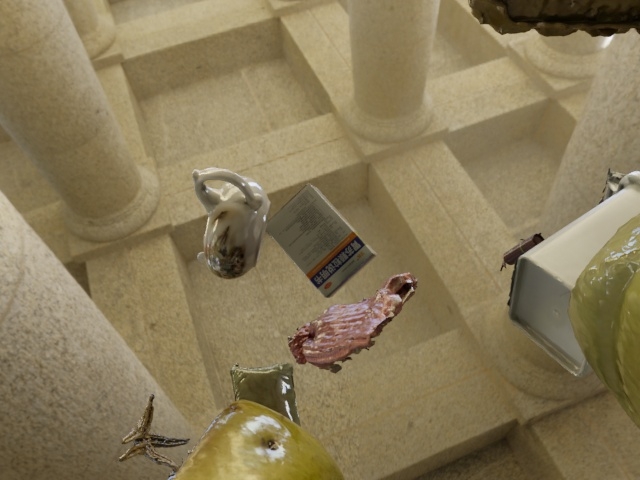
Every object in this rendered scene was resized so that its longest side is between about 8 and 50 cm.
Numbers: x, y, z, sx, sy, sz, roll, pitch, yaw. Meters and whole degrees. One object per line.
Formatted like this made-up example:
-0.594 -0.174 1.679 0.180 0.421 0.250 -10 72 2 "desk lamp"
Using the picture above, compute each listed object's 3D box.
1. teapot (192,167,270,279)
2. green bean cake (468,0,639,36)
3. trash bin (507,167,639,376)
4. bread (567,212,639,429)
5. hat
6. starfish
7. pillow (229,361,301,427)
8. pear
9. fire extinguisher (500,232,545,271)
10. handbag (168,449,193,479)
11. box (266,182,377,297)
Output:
-0.174 -0.034 1.042 0.140 0.298 0.204 14 -129 -2 "teapot"
0.224 -0.272 0.380 0.230 0.224 0.131 3 -137 10 "green bean cake"
0.530 0.052 0.982 0.368 0.255 0.296 -23 -137 -18 "trash bin"
0.372 0.089 0.427 0.237 0.320 0.320 -36 -122 6 "bread"
0.048 0.170 1.012 0.107 0.286 0.237 59 -145 -2 "hat"
-0.262 0.298 0.829 0.041 0.133 0.130 -41 -140 9 "starfish"
-0.131 0.461 1.400 0.185 0.075 0.302 2 -118 -28 "pillow"
-0.058 0.375 0.625 0.192 0.386 0.340 9 -99 11 "pear"
0.484 0.027 1.309 0.039 0.132 0.056 27 -125 -11 "fire extinguisher"
-0.159 0.618 1.145 0.325 0.326 0.162 10 -148 22 "handbag"
0.000 0.000 1.656 0.200 0.106 0.299 -43 -100 7 "box"
